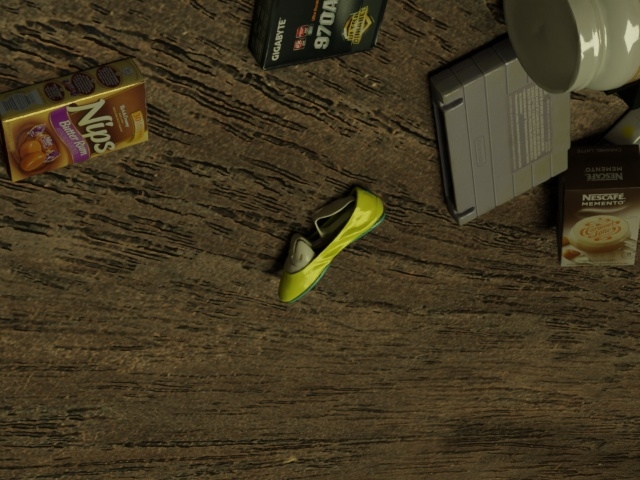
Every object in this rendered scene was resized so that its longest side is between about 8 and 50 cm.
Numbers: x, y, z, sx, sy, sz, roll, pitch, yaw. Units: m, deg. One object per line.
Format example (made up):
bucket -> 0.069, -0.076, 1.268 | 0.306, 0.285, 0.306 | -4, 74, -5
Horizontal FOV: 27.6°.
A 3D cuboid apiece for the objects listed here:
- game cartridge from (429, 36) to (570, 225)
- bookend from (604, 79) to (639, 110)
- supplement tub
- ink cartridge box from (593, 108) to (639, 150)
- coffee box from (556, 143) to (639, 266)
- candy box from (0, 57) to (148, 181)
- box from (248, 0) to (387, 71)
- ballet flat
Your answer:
game cartridge -> 0.295, -0.187, 2.091 | 0.230, 0.068, 0.355 | -31, 147, -10
bookend -> 0.504, -0.279, 2.132 | 0.156, 0.072, 0.157 | -22, 146, -15
supplement tub -> 0.443, -0.347, 1.852 | 0.316, 0.228, 0.228 | -21, 145, -17
ink cartridge box -> 0.657, -0.190, 2.381 | 0.307, 0.072, 0.303 | -48, 144, 18
coffee box -> 0.498, -0.059, 2.337 | 0.141, 0.098, 0.246 | -3, 146, 8
candy box -> -0.312, -0.152, 1.633 | 0.186, 0.053, 0.109 | -21, 144, -20
box -> 0.008, -0.329, 1.672 | 0.175, 0.051, 0.220 | -15, 143, -26
ballet flat -> 0.000, 0.000, 2.082 | 0.231, 0.077, 0.077 | -42, 125, 9
